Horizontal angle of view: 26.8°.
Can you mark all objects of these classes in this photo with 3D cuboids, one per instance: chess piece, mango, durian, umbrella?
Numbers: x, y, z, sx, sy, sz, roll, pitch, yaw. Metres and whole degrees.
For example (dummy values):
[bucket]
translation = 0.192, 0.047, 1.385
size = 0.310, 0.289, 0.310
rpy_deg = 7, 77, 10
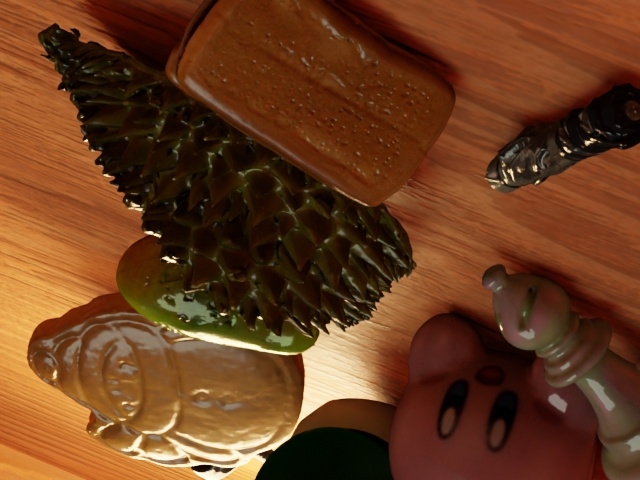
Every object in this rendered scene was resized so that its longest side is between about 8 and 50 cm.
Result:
[chess piece]
translation = 0.251, 0.116, 1.252
size = 0.272, 0.139, 0.139
rpy_deg = 41, 154, -14
[mango]
translation = -0.108, 0.057, 1.460
size = 0.233, 0.111, 0.125
rpy_deg = 20, 162, 6
[durian]
translation = -0.064, -0.065, 1.127
size = 0.394, 0.198, 0.163
rpy_deg = 34, 127, -13
[umbrella]
translation = 0.175, -0.073, 0.986
size = 0.050, 0.046, 0.188
rpy_deg = 33, 161, -13

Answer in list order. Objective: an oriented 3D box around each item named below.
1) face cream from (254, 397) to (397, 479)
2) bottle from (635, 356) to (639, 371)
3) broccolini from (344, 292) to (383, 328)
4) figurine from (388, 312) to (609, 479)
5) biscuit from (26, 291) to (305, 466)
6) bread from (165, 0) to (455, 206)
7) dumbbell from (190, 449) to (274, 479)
[face cream]
translation = 0.076, 0.340, 1.660
size = 0.312, 0.219, 0.357
rpy_deg = 60, -164, 20
[bottle]
translation = 0.371, 0.107, 1.077
size = 0.236, 0.147, 0.147
rpy_deg = 14, 157, 40
[broccolini]
translation = 0.000, 0.002, 1.319
size = 0.058, 0.067, 0.216
rpy_deg = 3, 141, 34
[figurine]
translation = 0.185, 0.229, 1.424
size = 0.270, 0.211, 0.261
rpy_deg = 15, 155, 21
[biscuit]
translation = -0.189, 0.183, 1.702
size = 0.351, 0.057, 0.312
rpy_deg = -1, 132, 13
[bread]
translation = -0.006, -0.115, 0.986
size = 0.200, 0.116, 0.077
rpy_deg = 32, -177, -22
[dumbbell]
translation = -0.190, 0.239, 1.900
size = 0.325, 0.143, 0.143
rpy_deg = 34, 155, -25
